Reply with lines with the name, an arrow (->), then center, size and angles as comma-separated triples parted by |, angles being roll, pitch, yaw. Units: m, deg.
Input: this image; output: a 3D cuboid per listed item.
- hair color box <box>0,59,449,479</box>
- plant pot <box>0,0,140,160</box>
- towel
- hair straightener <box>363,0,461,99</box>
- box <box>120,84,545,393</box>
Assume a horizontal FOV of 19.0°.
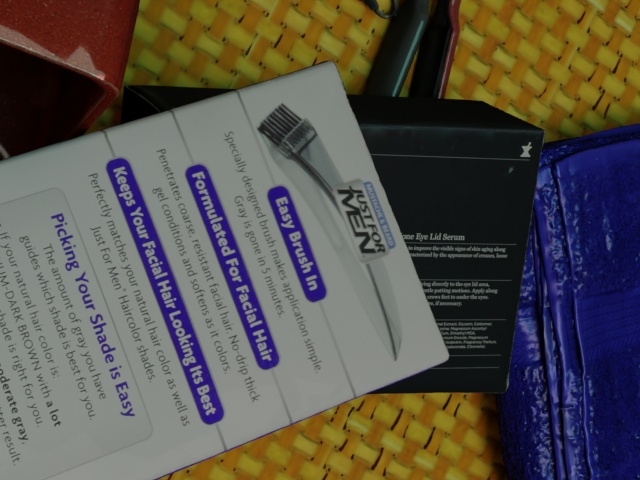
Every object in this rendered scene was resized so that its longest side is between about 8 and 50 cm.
hair color box -> -0.117, 0.041, 1.030 | 0.338, 0.110, 0.185 | -19, 86, -28
plant pot -> -0.218, -0.207, 1.040 | 0.267, 0.267, 0.236 | 22, 76, -13
towel -> 0.227, 0.070, 1.397 | 0.227, 0.076, 0.308 | -13, 103, -31
hair straightener -> 0.063, -0.177, 1.313 | 0.089, 0.047, 0.230 | 15, 94, -27
box -> 0.000, 0.000, 1.249 | 0.261, 0.103, 0.184 | 1, 108, -22
